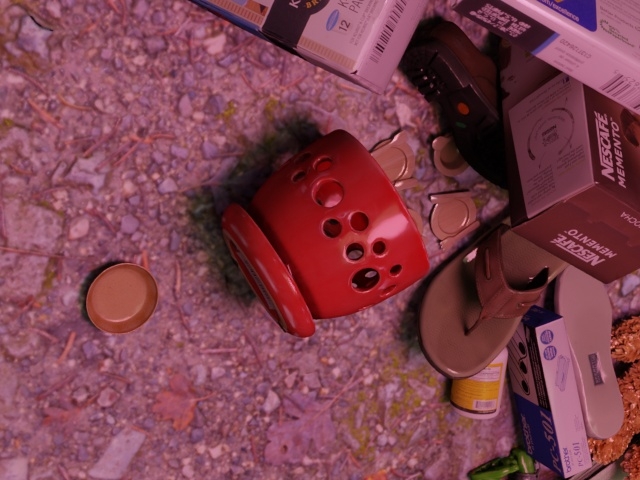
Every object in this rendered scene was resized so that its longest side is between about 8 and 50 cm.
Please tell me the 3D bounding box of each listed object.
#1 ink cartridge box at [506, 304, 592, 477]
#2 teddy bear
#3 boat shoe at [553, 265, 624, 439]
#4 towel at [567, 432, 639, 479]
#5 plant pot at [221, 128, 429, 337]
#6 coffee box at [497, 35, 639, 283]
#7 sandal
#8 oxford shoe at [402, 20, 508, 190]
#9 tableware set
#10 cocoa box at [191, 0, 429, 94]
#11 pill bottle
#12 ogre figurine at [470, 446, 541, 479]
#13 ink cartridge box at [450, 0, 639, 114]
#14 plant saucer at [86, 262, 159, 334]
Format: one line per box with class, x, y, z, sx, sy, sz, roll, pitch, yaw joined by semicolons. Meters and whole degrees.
ink cartridge box;0.282;0.187;1.841;0.046;0.097;0.207;-19;107;-18
teddy bear;0.482;0.182;1.924;0.338;0.113;0.245;-35;84;-3
boat shoe;0.327;0.143;1.870;0.079;0.081;0.227;-6;85;-26
towel;0.402;0.444;2.016;0.248;0.038;0.324;-30;120;-33
plant pot;0.000;0.000;1.591;0.174;0.191;0.191;-32;120;-10
coffee box;0.299;-0.124;1.635;0.168;0.297;0.119;28;137;-34
sandal;0.227;0.034;1.757;0.120;0.086;0.303;42;80;2
oxford shoe;0.191;-0.157;1.684;0.227;0.083;0.096;57;49;-24
tableware set;0.124;-0.057;1.733;0.141;0.020;0.168;-18;115;-21
cocoa box;0.023;-0.349;1.405;0.228;0.231;0.347;27;96;8
pill bottle;0.200;0.159;1.825;0.065;0.065;0.116;-2;109;-27
ogre figurine;0.217;0.361;1.896;0.197;0.097;0.118;-38;113;-48
ink cartridge box;0.277;-0.309;1.595;0.304;0.307;0.072;24;138;-23
plant saucer;-0.219;0.062;1.603;0.083;0.015;0.083;-10;113;-25
